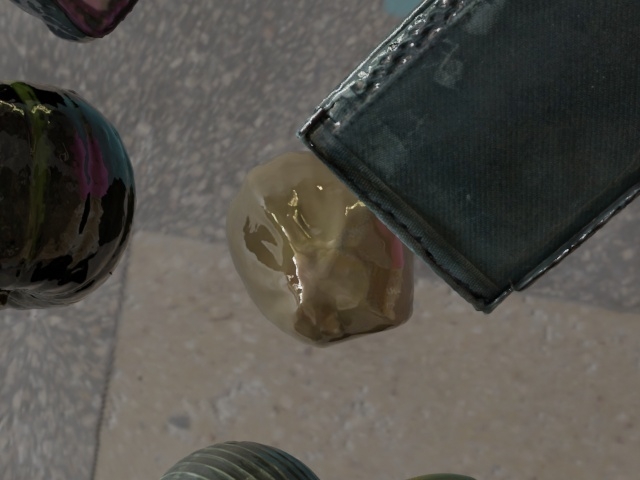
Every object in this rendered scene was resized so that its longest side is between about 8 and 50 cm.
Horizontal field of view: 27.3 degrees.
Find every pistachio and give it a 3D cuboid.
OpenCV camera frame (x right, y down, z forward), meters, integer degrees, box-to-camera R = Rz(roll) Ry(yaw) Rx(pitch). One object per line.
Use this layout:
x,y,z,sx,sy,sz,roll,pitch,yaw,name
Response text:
0.000,0.000,1.542,0.226,0.332,0.208,29,101,-31,pistachio

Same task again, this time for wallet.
0.180,-0.124,1.021,0.342,0.075,0.237,-43,108,14,wallet

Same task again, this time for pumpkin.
-0.357,-0.044,1.414,0.323,0.323,0.241,-3,82,-12,pumpkin

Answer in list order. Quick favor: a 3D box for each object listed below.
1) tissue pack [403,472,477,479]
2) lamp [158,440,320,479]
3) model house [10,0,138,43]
0.147,0.366,1.710,0.178,0.127,0.123,7,56,-47,tissue pack
-0.099,0.349,1.520,0.265,0.233,0.233,33,77,35,lamp
-0.341,-0.357,1.497,0.190,0.300,0.271,55,48,-42,model house
